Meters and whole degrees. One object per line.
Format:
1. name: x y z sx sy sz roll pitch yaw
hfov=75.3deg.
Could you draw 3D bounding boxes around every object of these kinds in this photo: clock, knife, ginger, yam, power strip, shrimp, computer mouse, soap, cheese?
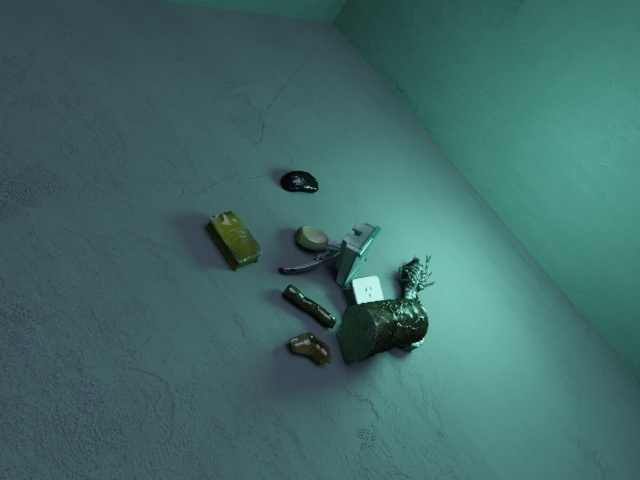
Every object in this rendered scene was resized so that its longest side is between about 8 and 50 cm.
1. clock: 0.159 0.055 1.936 0.116 0.231 0.262 30 40 14
2. knife: -0.045 0.102 1.807 0.278 0.123 0.053 -18 95 -27
3. ginger: -0.037 0.412 1.594 0.190 0.069 0.095 32 38 -13
4. yam: -0.040 0.273 1.713 0.253 0.061 0.061 38 42 -10
5. yam: 0.266 0.358 1.718 0.348 0.241 0.240 -6 61 -29
6. power strip: 0.208 0.274 1.910 0.198 0.065 0.213 0 71 -41
7. shrimp: 0.488 0.209 2.133 0.221 0.166 0.410 36 54 -14
8. computer mouse: -0.100 -0.304 2.123 0.217 0.073 0.122 -4 60 -43
9. soap: -0.347 -0.003 1.675 0.135 0.076 0.233 -24 75 -46
10. cheese: 0.000 0.000 1.929 0.228 0.064 0.137 16 34 -15

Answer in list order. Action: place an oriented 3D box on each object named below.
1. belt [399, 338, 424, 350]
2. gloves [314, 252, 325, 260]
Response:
1. belt: 0.389 0.425 1.923 0.198 0.078 0.151 40 42 -3
2. gloves: -0.001 0.078 1.926 0.044 0.037 0.081 16 42 17
